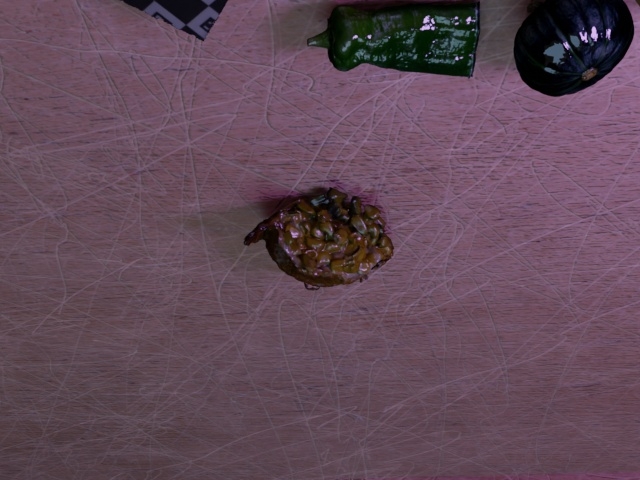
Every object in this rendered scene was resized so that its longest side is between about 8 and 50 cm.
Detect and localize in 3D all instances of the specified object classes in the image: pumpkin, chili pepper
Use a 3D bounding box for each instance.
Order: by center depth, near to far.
[{"bbox_3d":[0.389,-0.305,1.913,0.194,0.150,0.194,2,156,1],"label":"pumpkin"},{"bbox_3d":[0.114,-0.319,1.978,0.270,0.099,0.136,2,154,-2],"label":"chili pepper"}]

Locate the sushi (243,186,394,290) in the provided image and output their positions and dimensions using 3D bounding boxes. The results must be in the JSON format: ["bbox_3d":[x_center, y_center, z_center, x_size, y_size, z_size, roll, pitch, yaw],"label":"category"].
[{"bbox_3d":[0.003,-0.001,2.417,0.296,0.167,0.179,25,162,-12],"label":"sushi"}]

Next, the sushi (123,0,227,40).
[{"bbox_3d":[-0.243,-0.484,1.835,0.320,0.069,0.339,25,142,-12],"label":"sushi"}]

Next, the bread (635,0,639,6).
[{"bbox_3d":[0.588,-0.402,1.735,0.333,0.160,0.333,4,144,3],"label":"bread"}]
